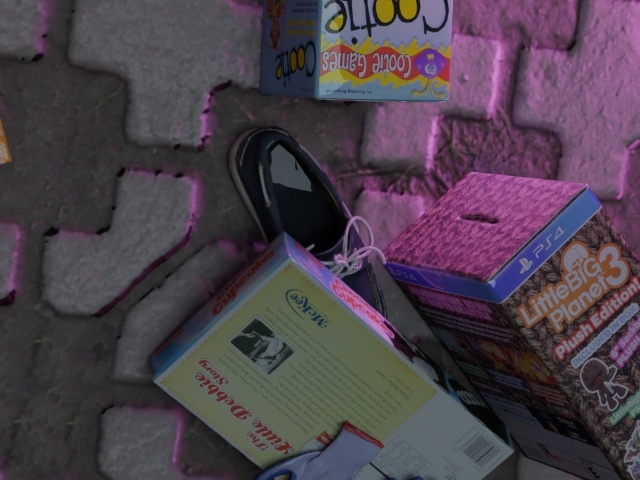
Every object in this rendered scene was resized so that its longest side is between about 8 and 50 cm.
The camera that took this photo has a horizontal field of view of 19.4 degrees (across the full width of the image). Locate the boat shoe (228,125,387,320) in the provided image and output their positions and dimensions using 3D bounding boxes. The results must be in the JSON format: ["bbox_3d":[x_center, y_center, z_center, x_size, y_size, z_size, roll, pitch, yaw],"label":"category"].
[{"bbox_3d":[0.000,0.000,1.834,0.095,0.079,0.254,-30,106,-18],"label":"boat shoe"}]

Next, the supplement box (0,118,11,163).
[{"bbox_3d":[-0.337,-0.089,1.701,0.098,0.036,0.062,-17,102,-21],"label":"supplement box"}]

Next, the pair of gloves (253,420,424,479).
[{"bbox_3d":[0.030,0.265,1.837,0.198,0.023,0.159,35,109,-20],"label":"pair of gloves"}]

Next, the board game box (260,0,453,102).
[{"bbox_3d":[0.037,-0.272,1.787,0.142,0.144,0.275,0,96,-24],"label":"board game box"}]

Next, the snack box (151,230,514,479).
[{"bbox_3d":[0.013,0.159,1.829,0.187,0.060,0.322,-42,113,14],"label":"snack box"}]

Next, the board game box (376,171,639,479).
[{"bbox_3d":[0.233,0.090,1.863,0.141,0.232,0.291,-42,110,-15],"label":"board game box"}]
